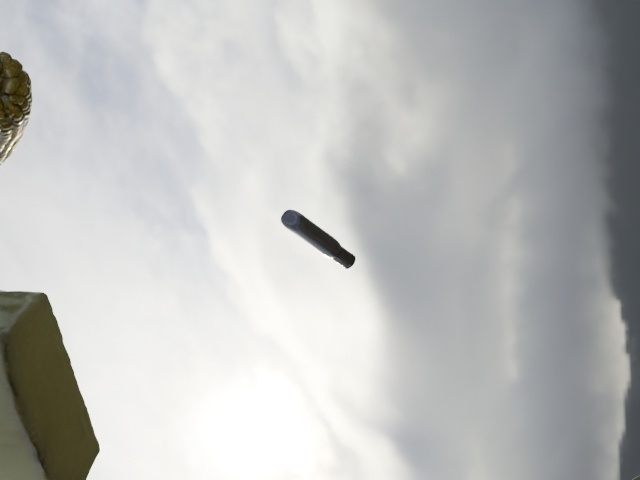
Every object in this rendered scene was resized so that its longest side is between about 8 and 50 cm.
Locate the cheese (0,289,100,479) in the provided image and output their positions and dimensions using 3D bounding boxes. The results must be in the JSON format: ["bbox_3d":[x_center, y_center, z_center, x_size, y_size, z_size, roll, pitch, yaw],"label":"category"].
[{"bbox_3d":[-0.400,0.173,1.116,0.124,0.266,0.242,-67,-28,-59],"label":"cheese"}]

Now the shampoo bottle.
[{"bbox_3d":[0.000,0.000,1.963,0.165,0.080,0.040,35,-93,-30],"label":"shampoo bottle"}]

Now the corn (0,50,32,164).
[{"bbox_3d":[-0.409,-0.144,1.270,0.310,0.101,0.101,143,135,-63],"label":"corn"}]

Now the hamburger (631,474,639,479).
[{"bbox_3d":[0.245,0.224,0.700,0.062,0.133,0.140,72,173,-70],"label":"hamburger"}]
